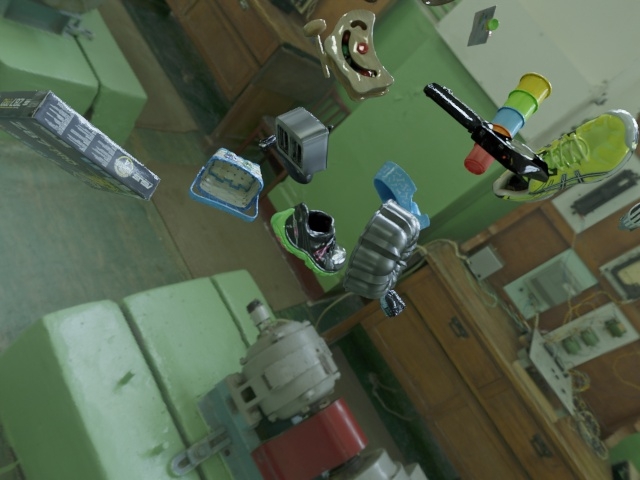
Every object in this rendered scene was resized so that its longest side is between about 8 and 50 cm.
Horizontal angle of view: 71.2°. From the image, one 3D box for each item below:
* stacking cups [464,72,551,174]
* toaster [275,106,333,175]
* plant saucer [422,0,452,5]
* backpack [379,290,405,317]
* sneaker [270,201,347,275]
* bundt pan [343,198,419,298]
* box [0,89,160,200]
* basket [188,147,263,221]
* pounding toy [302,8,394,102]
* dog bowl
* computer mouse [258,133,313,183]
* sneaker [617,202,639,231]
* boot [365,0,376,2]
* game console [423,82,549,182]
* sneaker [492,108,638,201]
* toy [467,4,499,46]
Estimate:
[{"bbox_3d":[0.506,-0.318,1.240,0.096,0.316,0.096,40,-7,6],"label":"stacking cups"},{"bbox_3d":[-0.055,-0.324,1.446,0.110,0.186,0.168,-29,58,-24],"label":"toaster"},{"bbox_3d":[0.502,-0.987,1.667,0.277,0.277,0.041,-10,79,-59],"label":"plant saucer"},{"bbox_3d":[0.348,0.316,2.227,0.105,0.084,0.114,-29,86,-39],"label":"backpack"},{"bbox_3d":[0.000,0.000,1.829,0.482,0.202,0.185,35,25,-54],"label":"sneaker"},{"bbox_3d":[0.208,0.043,1.408,0.124,0.331,0.330,28,21,21],"label":"bundt pan"},{"bbox_3d":[-0.718,-0.271,1.312,0.395,0.318,0.097,47,59,-53],"label":"box"},{"bbox_3d":[-0.352,-0.208,1.697,0.254,0.201,0.289,23,41,-20],"label":"basket"},{"bbox_3d":[0.088,-0.492,1.187,0.270,0.154,0.155,54,-4,0],"label":"pounding toy"},{"bbox_3d":[0.278,-0.138,1.571,0.166,0.074,0.297,40,-15,53],"label":"dog bowl"},{"bbox_3d":[-0.124,-0.367,1.938,0.188,0.072,0.272,-37,88,-36],"label":"computer mouse"},{"bbox_3d":[1.088,-0.101,1.503,0.086,0.228,0.132,59,-14,19],"label":"sneaker"},{"bbox_3d":[0.079,-0.705,1.150,0.219,0.082,0.106,49,15,-12],"label":"boot"},{"bbox_3d":[0.392,-0.271,1.083,0.213,0.044,0.361,3,43,-44],"label":"game console"},{"bbox_3d":[0.608,-0.186,1.139,0.147,0.385,0.145,-13,73,-25],"label":"sneaker"},{"bbox_3d":[0.678,-0.874,1.839,0.056,0.137,0.237,10,20,-1],"label":"toy"}]
